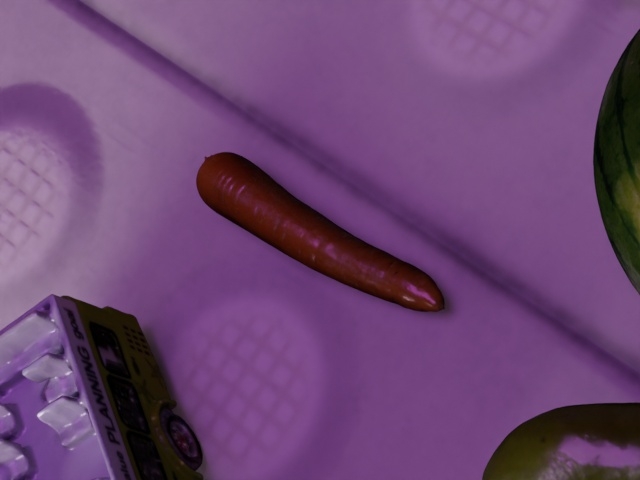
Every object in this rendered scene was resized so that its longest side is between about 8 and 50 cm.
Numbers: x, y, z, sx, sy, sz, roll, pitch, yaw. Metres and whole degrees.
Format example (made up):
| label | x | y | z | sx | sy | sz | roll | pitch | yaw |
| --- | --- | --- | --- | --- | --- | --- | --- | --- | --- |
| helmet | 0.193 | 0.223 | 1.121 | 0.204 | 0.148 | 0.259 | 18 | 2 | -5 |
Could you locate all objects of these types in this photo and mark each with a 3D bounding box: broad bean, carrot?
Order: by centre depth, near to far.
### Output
| label | x | y | z | sx | sy | sz | roll | pitch | yaw |
| --- | --- | --- | --- | --- | --- | --- | --- | --- | --- |
| broad bean | 0.218 | 0.092 | 0.879 | 0.318 | 0.056 | 0.098 | -21 | 102 | 27 |
| carrot | 0.000 | 0.000 | 1.073 | 0.190 | 0.037 | 0.037 | 32 | 93 | 31 |

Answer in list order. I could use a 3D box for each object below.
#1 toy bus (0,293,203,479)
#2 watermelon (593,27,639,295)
| label | x | y | z | sx | sy | sz | roll | pitch | yaw |
| --- | --- | --- | --- | --- | --- | --- | --- | --- | --- |
| toy bus | -0.120 | 0.174 | 1.025 | 0.113 | 0.139 | 0.302 | -34 | 58 | 16 |
| watermelon | 0.219 | -0.059 | 0.895 | 0.204 | 0.127 | 0.232 | -10 | 67 | 29 |
